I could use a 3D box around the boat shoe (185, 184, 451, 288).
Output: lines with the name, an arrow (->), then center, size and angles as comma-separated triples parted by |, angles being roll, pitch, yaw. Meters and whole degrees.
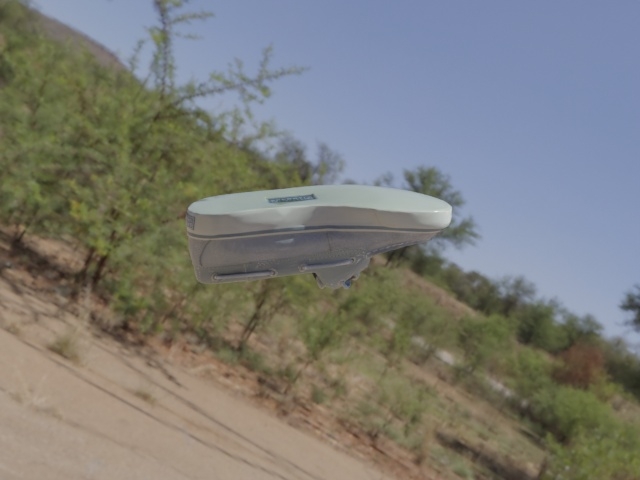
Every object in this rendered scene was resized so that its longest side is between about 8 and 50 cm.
boat shoe -> 0.000, 0.000, 0.724 | 0.227, 0.081, 0.079 | -3, 20, -10
